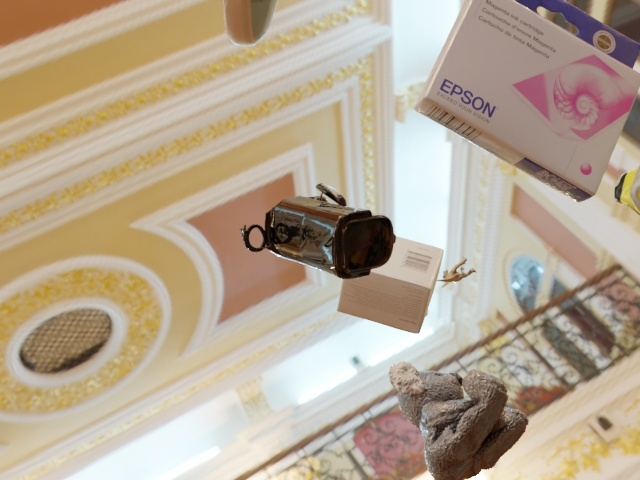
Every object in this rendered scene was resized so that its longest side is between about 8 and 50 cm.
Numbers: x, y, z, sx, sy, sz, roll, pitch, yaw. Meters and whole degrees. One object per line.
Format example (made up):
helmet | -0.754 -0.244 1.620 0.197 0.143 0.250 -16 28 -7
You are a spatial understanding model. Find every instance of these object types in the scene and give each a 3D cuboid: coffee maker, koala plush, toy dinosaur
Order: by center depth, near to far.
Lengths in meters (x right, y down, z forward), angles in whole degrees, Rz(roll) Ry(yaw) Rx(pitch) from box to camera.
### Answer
coffee maker | 0.000 0.000 1.355 0.171 0.178 0.120 -34 -63 -26
koala plush | 0.222 0.315 1.591 0.203 0.221 0.196 -46 -45 -9
toy dinosaur | 0.332 0.087 2.128 0.092 0.053 0.183 -41 -5 9

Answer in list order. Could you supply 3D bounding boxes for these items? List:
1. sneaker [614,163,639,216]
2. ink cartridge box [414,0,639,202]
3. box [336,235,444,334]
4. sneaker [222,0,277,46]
sneaker | 0.625 -0.020 1.389 0.384 0.147 0.145 40 -114 -27
ink cartridge box | 0.362 -0.280 1.429 0.330 0.324 0.071 -64 7 -15
box | 0.148 0.082 1.808 0.181 0.182 0.119 -57 -20 -59
sneaker | -0.023 -0.405 1.066 0.150 0.135 0.366 17 -65 1
